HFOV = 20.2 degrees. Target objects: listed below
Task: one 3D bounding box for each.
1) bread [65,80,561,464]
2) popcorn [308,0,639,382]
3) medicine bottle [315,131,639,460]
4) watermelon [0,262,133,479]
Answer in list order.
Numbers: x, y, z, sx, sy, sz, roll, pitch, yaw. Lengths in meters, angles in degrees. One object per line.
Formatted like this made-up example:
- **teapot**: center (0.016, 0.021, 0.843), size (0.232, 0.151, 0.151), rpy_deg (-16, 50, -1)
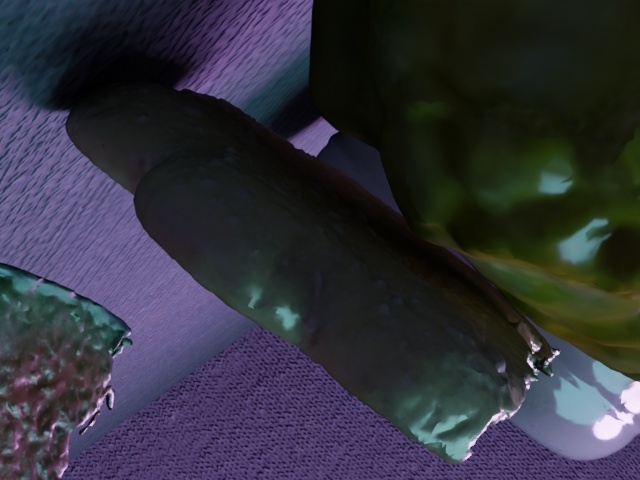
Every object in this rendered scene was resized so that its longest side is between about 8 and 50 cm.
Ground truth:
- **bread**: center (0.000, 0.000, 0.623), size (0.039, 0.182, 0.251), rpy_deg (-52, 173, 7)
- **popcorn**: center (0.142, -0.078, 0.632), size (0.250, 0.235, 0.242), rpy_deg (-50, 157, 5)
- **medicine bottle**: center (0.168, -0.056, 1.003), size (0.302, 0.241, 0.241), rpy_deg (-47, 176, 6)
- **watermelon**: center (-0.166, 0.054, 0.411), size (0.231, 0.128, 0.146), rpy_deg (-50, 154, -24)
